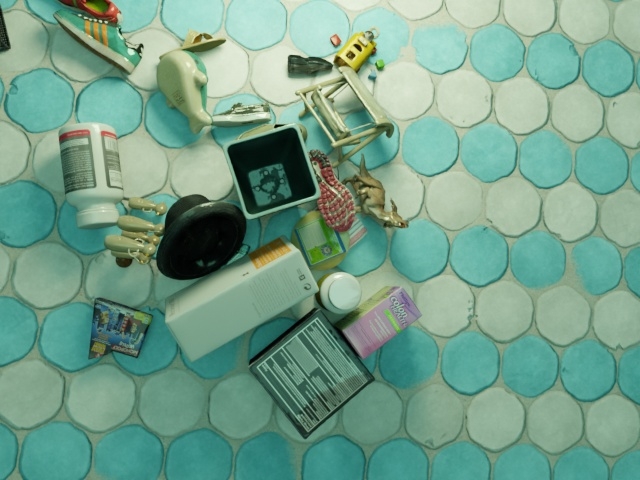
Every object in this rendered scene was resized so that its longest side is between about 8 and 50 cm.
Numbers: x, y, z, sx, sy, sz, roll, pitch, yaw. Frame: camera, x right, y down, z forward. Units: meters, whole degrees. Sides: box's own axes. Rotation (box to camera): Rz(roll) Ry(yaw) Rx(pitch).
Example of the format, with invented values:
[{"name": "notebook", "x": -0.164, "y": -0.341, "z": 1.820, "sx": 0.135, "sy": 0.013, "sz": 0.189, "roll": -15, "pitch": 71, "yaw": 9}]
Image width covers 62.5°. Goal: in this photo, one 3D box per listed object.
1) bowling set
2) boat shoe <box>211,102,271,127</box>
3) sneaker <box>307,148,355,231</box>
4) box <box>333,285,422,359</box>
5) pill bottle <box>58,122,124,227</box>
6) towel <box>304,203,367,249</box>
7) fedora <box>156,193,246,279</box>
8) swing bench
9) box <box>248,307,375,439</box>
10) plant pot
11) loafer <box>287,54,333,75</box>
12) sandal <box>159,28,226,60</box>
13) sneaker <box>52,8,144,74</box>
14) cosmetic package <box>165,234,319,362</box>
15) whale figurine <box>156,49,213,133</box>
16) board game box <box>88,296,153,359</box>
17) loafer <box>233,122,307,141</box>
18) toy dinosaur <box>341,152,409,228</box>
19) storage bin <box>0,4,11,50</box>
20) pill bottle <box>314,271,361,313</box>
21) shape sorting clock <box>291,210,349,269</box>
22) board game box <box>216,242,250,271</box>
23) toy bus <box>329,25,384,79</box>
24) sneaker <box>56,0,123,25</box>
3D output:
[{"name": "bowling set", "x": -0.587, "y": 0.006, "z": 1.734, "sx": 0.154, "sy": 0.200, "sz": 0.287, "roll": 13, "pitch": 40, "yaw": -6}, {"name": "boat shoe", "x": -0.282, "y": -0.440, "z": 1.836, "sx": 0.219, "sy": 0.078, "sz": 0.070, "roll": -9, "pitch": 88, "yaw": -16}, {"name": "sneaker", "x": 0.037, "y": -0.168, "z": 1.802, "sx": 0.120, "sy": 0.112, "sz": 0.299, "roll": -23, "pitch": 76, "yaw": 5}, {"name": "box", "x": 0.184, "y": 0.269, "z": 1.766, "sx": 0.243, "sy": 0.213, "sz": 0.117, "roll": -36, "pitch": 90, "yaw": -9}, {"name": "pill bottle", "x": -0.735, "y": -0.203, "z": 1.707, "sx": 0.176, "sy": 0.176, "sz": 0.319, "roll": -8, "pitch": 86, "yaw": -8}, {"name": "towel", "x": 0.055, "y": -0.057, "z": 1.871, "sx": 0.144, "sy": 0.029, "sz": 0.197, "roll": -41, "pitch": 91, "yaw": -6}, {"name": "fedora", "x": -0.397, "y": -0.030, "z": 1.680, "sx": 0.334, "sy": 0.334, "sz": 0.153, "roll": -32, "pitch": 60, "yaw": -8}, {"name": "swing bench", "x": 0.087, "y": -0.434, "z": 1.806, "sx": 0.254, "sy": 0.165, "sz": 0.253, "roll": -31, "pitch": 74, "yaw": -7}, {"name": "box", "x": -0.036, "y": 0.426, "z": 1.742, "sx": 0.294, "sy": 0.183, "sz": 0.296, "roll": -38, "pitch": 89, "yaw": -9}, {"name": "plant pot", "x": -0.165, "y": -0.203, "z": 1.739, "sx": 0.247, "sy": 0.252, "sz": 0.248, "roll": -18, "pitch": 88, "yaw": -9}, {"name": "loafer", "x": -0.038, "y": -0.624, "z": 1.894, "sx": 0.169, "sy": 0.062, "sz": 0.061, "roll": 3, "pitch": 124, "yaw": -13}, {"name": "sandal", "x": -0.452, "y": -0.689, "z": 1.824, "sx": 0.239, "sy": 0.088, "sz": 0.079, "roll": -22, "pitch": 95, "yaw": -3}, {"name": "sneaker", "x": -0.741, "y": -0.695, "z": 1.785, "sx": 0.302, "sy": 0.108, "sz": 0.121, "roll": 33, "pitch": 82, "yaw": -12}, {"name": "cosmetic package", "x": -0.258, "y": 0.174, "z": 1.695, "sx": 0.453, "sy": 0.230, "sz": 0.162, "roll": -29, "pitch": 109, "yaw": -9}, {"name": "whale figurine", "x": -0.435, "y": -0.505, "z": 1.785, "sx": 0.141, "sy": 0.216, "sz": 0.272, "roll": -33, "pitch": 99, "yaw": -50}, {"name": "board game box", "x": -0.673, "y": 0.309, "z": 1.734, "sx": 0.194, "sy": 0.060, "sz": 0.194, "roll": 19, "pitch": 85, "yaw": -5}, {"name": "loafer", "x": -0.174, "y": -0.360, "z": 1.831, "sx": 0.268, "sy": 0.092, "sz": 0.102, "roll": -17, "pitch": 88, "yaw": -8}, {"name": "toy dinosaur", "x": 0.191, "y": -0.151, "z": 1.848, "sx": 0.200, "sy": 0.127, "sz": 0.296, "roll": 3, "pitch": 63, "yaw": -22}, {"name": "storage bin", "x": -1.100, "y": -0.723, "z": 1.728, "sx": 0.084, "sy": 0.122, "sz": 0.180, "roll": -15, "pitch": 88, "yaw": -8}, {"name": "pill bottle", "x": 0.060, "y": 0.173, "z": 1.741, "sx": 0.136, "sy": 0.245, "sz": 0.137, "roll": 1, "pitch": 85, "yaw": -7}, {"name": "shape sorting clock", "x": 0.000, "y": 0.000, "z": 1.831, "sx": 0.206, "sy": 0.040, "sz": 0.206, "roll": 0, "pitch": 91, "yaw": 12}, {"name": "board game box", "x": -0.350, "y": 0.042, "z": 1.811, "sx": 0.186, "sy": 0.026, "sz": 0.126, "roll": 23, "pitch": 84, "yaw": -5}, {"name": "toy bus", "x": 0.139, "y": -0.688, "z": 1.889, "sx": 0.190, "sy": 0.104, "sz": 0.202, "roll": -6, "pitch": 87, "yaw": -8}, {"name": "sneaker", "x": -0.798, "y": -0.827, "z": 1.776, "sx": 0.278, "sy": 0.118, "sz": 0.107, "roll": 26, "pitch": 82, "yaw": -4}]
